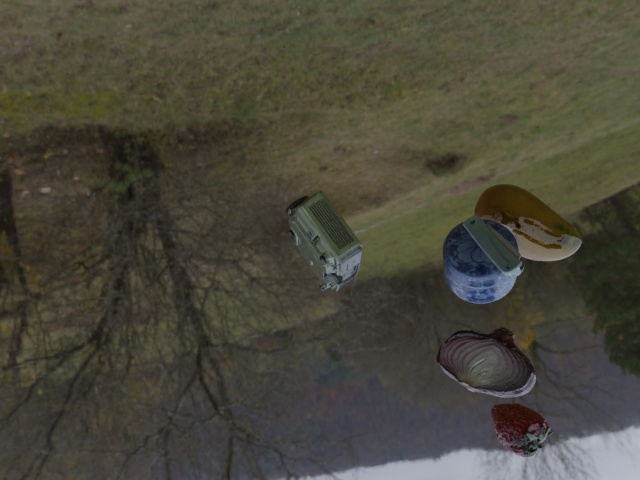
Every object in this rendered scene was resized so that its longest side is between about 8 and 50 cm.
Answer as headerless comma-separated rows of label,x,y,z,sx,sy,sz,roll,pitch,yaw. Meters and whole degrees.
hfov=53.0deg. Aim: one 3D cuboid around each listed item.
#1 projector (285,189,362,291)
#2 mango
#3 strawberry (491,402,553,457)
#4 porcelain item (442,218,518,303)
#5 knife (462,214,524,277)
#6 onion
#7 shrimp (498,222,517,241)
projector,0.000,0.000,1.358,0.088,0.193,0.269,-33,166,-11
mango,0.605,-0.044,1.892,0.173,0.317,0.211,-51,160,-20
strawberry,0.520,0.493,1.684,0.131,0.131,0.148,-8,-167,-15
porcelain item,0.320,0.039,1.286,0.147,0.147,0.114,-13,144,3
knife,0.299,0.006,1.107,0.044,0.162,0.023,-42,128,12
onion,0.361,0.263,1.367,0.206,0.151,0.098,24,161,37
shrimp,0.475,0.030,1.765,0.144,0.052,0.251,-20,139,23
